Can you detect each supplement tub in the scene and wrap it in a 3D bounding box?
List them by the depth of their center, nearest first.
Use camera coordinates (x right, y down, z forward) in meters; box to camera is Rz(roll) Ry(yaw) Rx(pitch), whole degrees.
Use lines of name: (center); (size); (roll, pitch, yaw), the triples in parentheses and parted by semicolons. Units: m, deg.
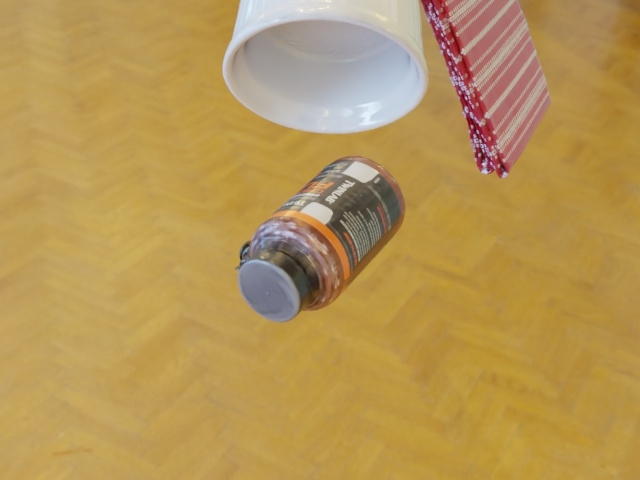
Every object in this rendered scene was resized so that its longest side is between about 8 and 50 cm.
supplement tub: (0.000, 0.000, 0.973); (0.106, 0.106, 0.198); (20, 39, 22)

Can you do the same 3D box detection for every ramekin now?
ramekin: (0.010, -0.273, 1.332); (0.277, 0.277, 0.135); (5, 65, -1)

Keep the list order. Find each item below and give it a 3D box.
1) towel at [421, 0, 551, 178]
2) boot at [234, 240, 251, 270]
towel: (0.140, -0.215, 0.891); (0.031, 0.275, 0.199); (-12, 22, 33)
boot: (-0.041, 0.043, 1.105); (0.121, 0.045, 0.099); (29, 7, -16)
